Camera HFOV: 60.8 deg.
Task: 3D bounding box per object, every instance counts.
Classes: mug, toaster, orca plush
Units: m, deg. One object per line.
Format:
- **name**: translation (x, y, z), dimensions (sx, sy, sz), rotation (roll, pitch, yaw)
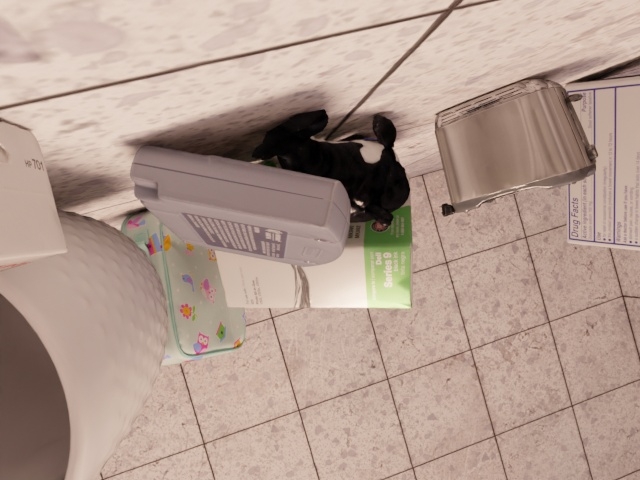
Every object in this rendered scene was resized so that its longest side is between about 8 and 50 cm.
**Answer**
- **mug**: translation (-0.340, 0.087, 0.535), dimensions (0.373, 0.276, 0.328), rotation (14, -170, 0)
- **toaster**: translation (0.258, -0.130, 0.769), dimensions (0.226, 0.147, 0.129), rotation (-16, -179, 39)
- **orca plush**: translation (0.054, -0.067, 0.621), dimensions (0.151, 0.102, 0.287), rotation (-47, 155, 2)

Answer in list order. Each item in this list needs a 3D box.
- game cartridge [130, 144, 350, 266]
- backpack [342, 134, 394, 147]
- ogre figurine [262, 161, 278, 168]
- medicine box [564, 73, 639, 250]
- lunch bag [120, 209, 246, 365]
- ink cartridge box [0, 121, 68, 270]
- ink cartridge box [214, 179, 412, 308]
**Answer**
- **game cartridge**: translation (-0.069, -0.022, 0.585), dimensions (0.195, 0.060, 0.294), rotation (15, 170, -3)
- **backpack**: translation (0.046, -0.104, 0.814), dimensions (0.114, 0.084, 0.105), rotation (-10, -178, 38)
- **ogre figurine**: translation (-0.065, -0.065, 0.744), dimensions (0.197, 0.097, 0.118), rotation (-28, 173, -14)
- **medicine box**: translation (0.542, -0.123, 0.831), dimensions (0.149, 0.264, 0.289), rotation (-18, -162, -38)
- **lunch bag**: translation (-0.243, 0.072, 0.958), dimensions (0.107, 0.279, 0.224), rotation (-16, 171, 25)
- **ink cartridge box**: translation (-0.256, -0.002, 0.277), dimensions (0.190, 0.082, 0.139), rotation (-15, -178, -1)
- **ink cartridge box**: translation (0.000, 0.000, 0.872), dimensions (0.289, 0.122, 0.211), rotation (-1, -147, 8)
